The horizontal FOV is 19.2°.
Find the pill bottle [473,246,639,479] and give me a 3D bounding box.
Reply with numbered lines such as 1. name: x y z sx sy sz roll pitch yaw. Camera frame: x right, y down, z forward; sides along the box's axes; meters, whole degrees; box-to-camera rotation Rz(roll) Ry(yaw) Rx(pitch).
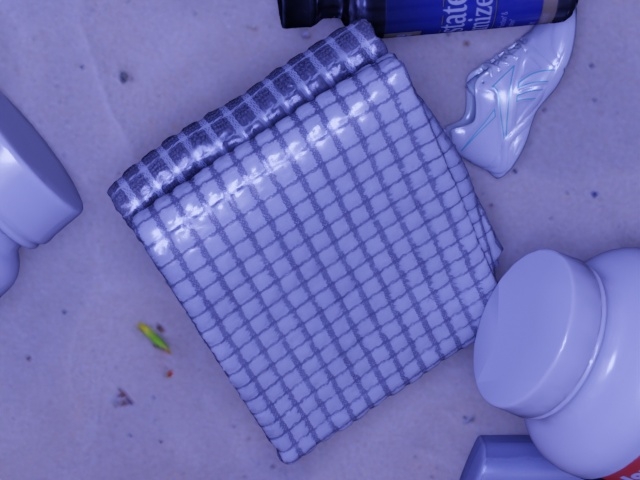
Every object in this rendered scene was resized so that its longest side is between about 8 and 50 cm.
1. pill bottle: 0.284 0.118 1.451 0.323 0.181 0.182 21 102 -24

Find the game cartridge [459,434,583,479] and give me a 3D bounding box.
1. game cartridge: 0.195 0.307 1.589 0.196 0.060 0.294 1 104 -2

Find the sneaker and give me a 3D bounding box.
1. sneaker: 0.150 -0.126 1.472 0.061 0.054 0.152 26 101 -9

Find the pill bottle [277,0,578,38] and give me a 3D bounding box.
1. pill bottle: 0.076 -0.214 1.405 0.219 0.123 0.123 -6 105 -3

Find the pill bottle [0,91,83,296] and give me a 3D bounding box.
1. pill bottle: -0.328 0.012 1.402 0.283 0.161 0.161 -38 105 5

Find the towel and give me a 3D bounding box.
1. towel: 0.000 0.000 1.416 0.235 0.121 0.284 -34 133 -4
